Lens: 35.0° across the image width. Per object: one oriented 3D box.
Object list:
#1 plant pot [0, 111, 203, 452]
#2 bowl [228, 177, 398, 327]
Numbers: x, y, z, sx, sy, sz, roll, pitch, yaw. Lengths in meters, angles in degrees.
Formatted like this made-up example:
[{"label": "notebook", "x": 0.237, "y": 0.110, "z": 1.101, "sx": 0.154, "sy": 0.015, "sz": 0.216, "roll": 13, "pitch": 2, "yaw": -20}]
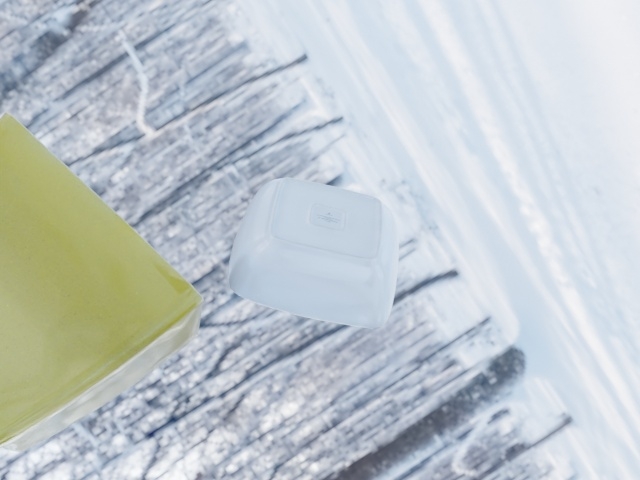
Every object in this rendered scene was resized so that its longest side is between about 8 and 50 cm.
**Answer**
[{"label": "plant pot", "x": -0.240, "y": 0.058, "z": 0.844, "sx": 0.212, "sy": 0.187, "sz": 0.212, "roll": 43, "pitch": 164, "yaw": 3}, {"label": "bowl", "x": 0.000, "y": 0.000, "z": 0.853, "sx": 0.142, "sy": 0.142, "sz": 0.053, "roll": -79, "pitch": 2, "yaw": -53}]
